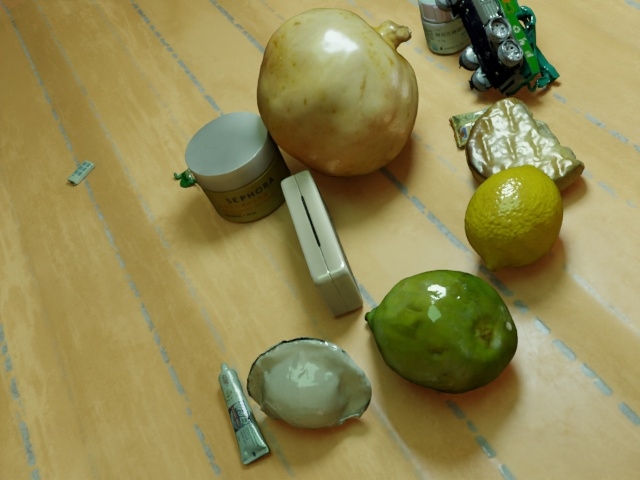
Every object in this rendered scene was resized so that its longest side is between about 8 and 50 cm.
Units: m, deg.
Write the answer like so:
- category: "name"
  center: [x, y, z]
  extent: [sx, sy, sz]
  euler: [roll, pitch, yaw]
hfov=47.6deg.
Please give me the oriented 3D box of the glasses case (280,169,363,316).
- category: "glasses case"
  center: [0.000, 0.000, 1.593]
  extent: [0.076, 0.144, 0.336]
  euler: [-24, 48, 4]

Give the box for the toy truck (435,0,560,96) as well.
- category: "toy truck"
  center: [0.424, -0.515, 1.754]
  extent: [0.178, 0.176, 0.363]
  euler: [-23, 83, -20]

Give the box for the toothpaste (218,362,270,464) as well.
- category: "toothpaste"
  center: [-0.162, 0.338, 1.450]
  extent: [0.060, 0.038, 0.233]
  euler: [-30, 50, 2]

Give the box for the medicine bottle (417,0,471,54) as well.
- category: "medicine bottle"
  center: [0.334, -0.601, 1.939]
  extent: [0.135, 0.168, 0.135]
  euler: [-12, 48, 14]

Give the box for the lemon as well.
- category: "lemon"
  center: [0.384, -0.047, 1.437]
  extent: [0.186, 0.187, 0.244]
  euler: [18, 70, 33]

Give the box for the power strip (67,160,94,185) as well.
- category: "power strip"
  center: [-0.707, -0.200, 2.144]
  extent: [0.040, 0.016, 0.090]
  euler: [21, 62, 34]

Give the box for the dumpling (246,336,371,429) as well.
- category: "dumpling"
  center: [-0.024, 0.261, 1.372]
  extent: [0.247, 0.173, 0.142]
  euler: [-1, 21, 14]

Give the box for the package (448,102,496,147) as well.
- category: "package"
  center: [0.375, -0.276, 1.743]
  extent: [0.120, 0.031, 0.108]
  euler: [-16, 48, 12]

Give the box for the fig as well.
- category: "fig"
  center: [0.195, 0.182, 1.343]
  extent: [0.314, 0.233, 0.233]
  euler: [-29, 39, 38]

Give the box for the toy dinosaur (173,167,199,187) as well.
- category: "toy dinosaur"
  center: [-0.353, -0.164, 1.965]
  extent: [0.060, 0.029, 0.119]
  euler: [-48, 54, 1]

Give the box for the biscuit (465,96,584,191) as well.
- category: "biscuit"
  center: [0.431, -0.192, 1.602]
  extent: [0.213, 0.091, 0.274]
  euler: [-25, 55, 5]

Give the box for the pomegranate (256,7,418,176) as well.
- category: "pomegranate"
  center: [0.051, -0.358, 1.695]
  extent: [0.411, 0.411, 0.411]
  euler: [-12, 48, 14]

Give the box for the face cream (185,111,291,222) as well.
- category: "face cream"
  center: [-0.199, -0.180, 1.801]
  extent: [0.218, 0.179, 0.218]
  euler: [-12, 48, 14]
